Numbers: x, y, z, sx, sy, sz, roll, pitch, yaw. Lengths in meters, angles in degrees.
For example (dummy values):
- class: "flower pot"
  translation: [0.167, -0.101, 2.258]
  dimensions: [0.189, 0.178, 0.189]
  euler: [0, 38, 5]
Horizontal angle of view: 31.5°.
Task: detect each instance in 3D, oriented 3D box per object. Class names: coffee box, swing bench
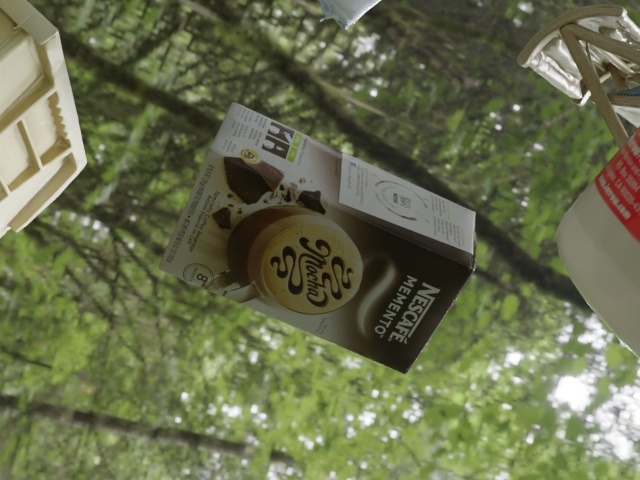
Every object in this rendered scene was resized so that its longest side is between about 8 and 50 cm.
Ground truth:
- class: "coffee box"
  translation: [0.000, 0.000, 1.224]
  dimensions: [0.119, 0.297, 0.168]
  euler: [-76, -168, -56]
- class: "swing bench"
  translation: [0.459, -0.216, 1.648]
  dimensions: [0.165, 0.253, 0.254]
  euler: [-48, -118, 17]

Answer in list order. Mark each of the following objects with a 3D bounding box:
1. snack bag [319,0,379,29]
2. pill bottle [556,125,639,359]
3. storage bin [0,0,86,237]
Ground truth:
- class: "snack bag"
  translation: [0.043, -0.414, 1.058]
  dimensions: [0.342, 0.323, 0.037]
  euler: [-39, -178, -16]
- class: "pill bottle"
  translation: [0.356, -0.080, 0.689]
  dimensions: [0.407, 0.229, 0.229]
  euler: [-52, -144, 20]
- class: "storage bin"
  translation: [-0.281, -0.123, 0.675]
  dimensions: [0.123, 0.262, 0.260]
  euler: [-47, 177, -14]
